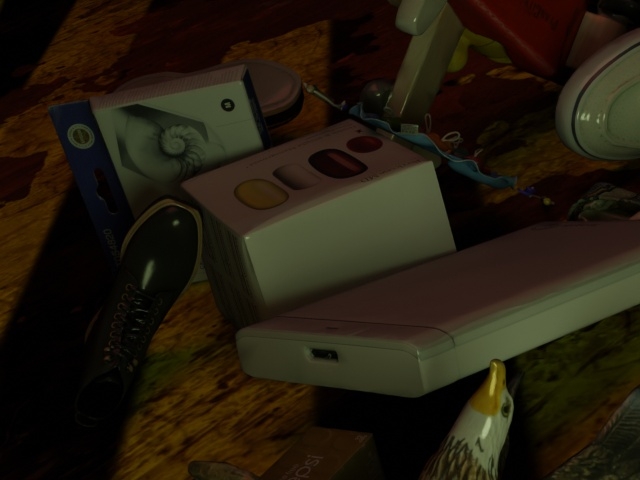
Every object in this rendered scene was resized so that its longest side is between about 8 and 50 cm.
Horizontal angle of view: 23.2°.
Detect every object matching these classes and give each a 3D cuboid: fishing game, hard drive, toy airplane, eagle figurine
[{"bbox_3d":[0.113,-0.101,1.541,0.264,0.041,0.189,26,5,10],"label":"fishing game"},{"bbox_3d":[0.138,0.047,1.285,0.353,0.047,0.233,-17,10,-36],"label":"hard drive"},{"bbox_3d":[0.154,-0.282,1.727,0.386,0.384,0.272,-32,38,-30],"label":"toy airplane"},{"bbox_3d":[0.106,0.178,1.013,0.298,0.225,0.226,2,47,-48],"label":"eagle figurine"}]

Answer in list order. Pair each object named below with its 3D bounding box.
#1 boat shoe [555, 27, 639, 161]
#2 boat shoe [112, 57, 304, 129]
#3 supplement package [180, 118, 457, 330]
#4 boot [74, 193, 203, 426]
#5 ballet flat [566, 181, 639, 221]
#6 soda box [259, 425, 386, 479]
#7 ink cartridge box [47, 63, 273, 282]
[{"bbox_3d":[0.427,-0.149,1.587,0.367,0.136,0.156,-14,24,-19],"label":"boat shoe"},{"bbox_3d":[-0.139,-0.167,2.036,0.302,0.091,0.114,4,50,36],"label":"boat shoe"},{"bbox_3d":[0.000,0.000,1.481,0.194,0.149,0.203,-22,22,-15],"label":"supplement package"},{"bbox_3d":[-0.166,0.069,1.437,0.077,0.198,0.137,21,27,-9],"label":"boot"},{"bbox_3d":[0.288,-0.010,1.426,0.070,0.070,0.188,-24,14,-17],"label":"ballet flat"},{"bbox_3d":[-0.026,0.209,1.134,0.061,0.058,0.181,2,29,38],"label":"soda box"},{"bbox_3d":[-0.152,-0.057,1.619,0.224,0.223,0.045,-11,29,15],"label":"ink cartridge box"}]
